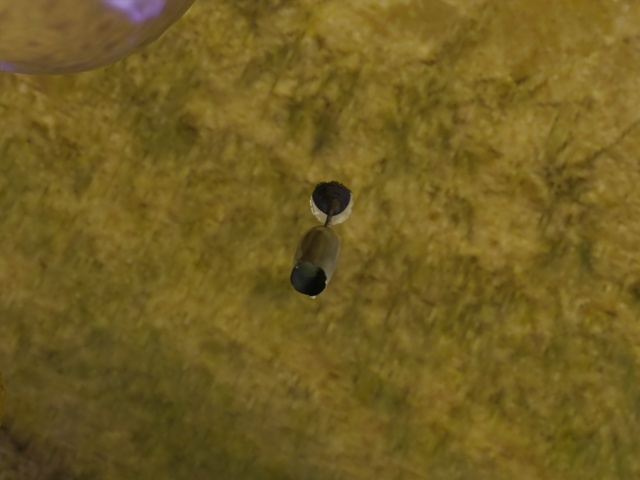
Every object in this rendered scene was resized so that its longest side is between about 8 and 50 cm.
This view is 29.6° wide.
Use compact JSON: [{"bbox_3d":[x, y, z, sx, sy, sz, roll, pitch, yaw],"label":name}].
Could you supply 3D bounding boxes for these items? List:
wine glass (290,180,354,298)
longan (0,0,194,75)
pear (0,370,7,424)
[{"bbox_3d":[0.000,0.000,1.702,0.074,0.074,0.262,26,-153,-4],"label":"wine glass"},{"bbox_3d":[-0.184,-0.215,0.797,0.246,0.215,0.246,0,-158,0],"label":"longan"},{"bbox_3d":[-0.491,0.194,1.142,0.386,0.191,0.340,-6,169,-16],"label":"pear"}]
